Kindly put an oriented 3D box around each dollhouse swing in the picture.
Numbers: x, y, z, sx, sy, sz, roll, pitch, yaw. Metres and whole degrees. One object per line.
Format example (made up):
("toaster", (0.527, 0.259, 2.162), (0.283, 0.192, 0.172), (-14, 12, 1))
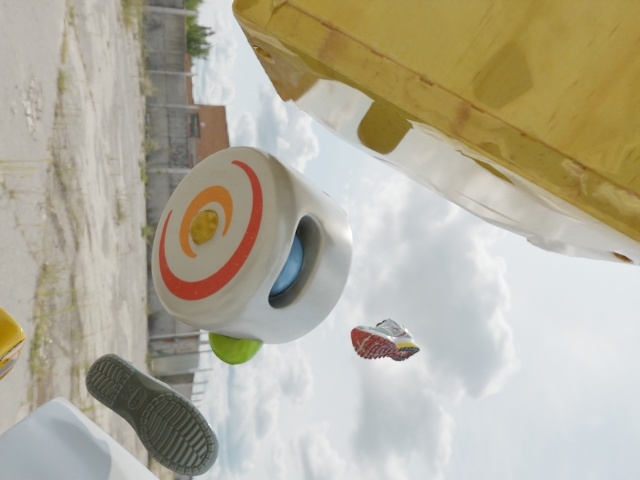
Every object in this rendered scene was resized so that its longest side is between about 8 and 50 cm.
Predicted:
("dollhouse swing", (0.167, -0.197, 0.360), (0.305, 0.346, 0.315), (-61, 178, 4))

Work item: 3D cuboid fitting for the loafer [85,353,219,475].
("loafer", (-0.260, 0.272, 0.724), (0.251, 0.094, 0.087), (37, -15, 13))

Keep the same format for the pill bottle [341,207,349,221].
("pill bottle", (0.000, 0.000, 0.833), (0.160, 0.087, 0.087), (-67, 170, -56))

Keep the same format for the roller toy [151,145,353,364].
("roller toy", (-0.077, 0.004, 0.476), (0.191, 0.146, 0.210), (-32, -125, 22))

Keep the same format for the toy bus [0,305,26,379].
("toy bus", (-0.497, 0.046, 0.484), (0.130, 0.332, 0.108), (-44, -172, 38))

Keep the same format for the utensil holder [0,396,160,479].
("utensil holder", (-0.375, 0.481, 0.673), (0.385, 0.327, 0.327), (44, -25, 0))

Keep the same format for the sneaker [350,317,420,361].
("sneaker", (0.151, 0.243, 1.122), (0.088, 0.225, 0.093), (-43, -132, 25))
